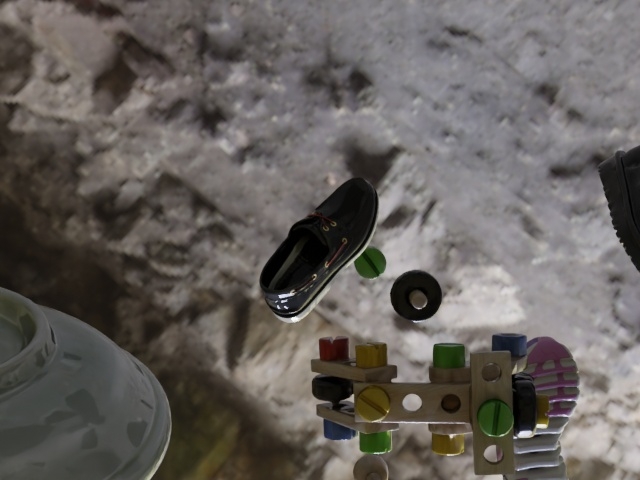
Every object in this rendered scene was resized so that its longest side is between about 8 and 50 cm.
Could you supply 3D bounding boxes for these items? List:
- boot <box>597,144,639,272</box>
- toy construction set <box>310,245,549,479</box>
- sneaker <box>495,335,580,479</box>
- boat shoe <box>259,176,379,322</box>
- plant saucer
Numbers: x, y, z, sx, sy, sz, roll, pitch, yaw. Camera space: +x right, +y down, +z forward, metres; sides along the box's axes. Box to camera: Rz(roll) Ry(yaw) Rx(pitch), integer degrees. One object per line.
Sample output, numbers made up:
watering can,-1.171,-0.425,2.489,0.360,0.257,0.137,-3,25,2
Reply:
boot,0.479,-0.068,1.510,0.260,0.348,0.131,-36,123,23
toy construction set,0.102,0.202,1.343,0.257,0.309,0.237,24,-175,-6
sneaker,0.259,0.223,1.591,0.104,0.095,0.236,-111,22,-68
boat shoe,0.001,0.001,0.978,0.049,0.133,0.042,22,154,33
plant saucer,-0.317,0.114,0.998,0.400,0.400,0.100,19,116,36
